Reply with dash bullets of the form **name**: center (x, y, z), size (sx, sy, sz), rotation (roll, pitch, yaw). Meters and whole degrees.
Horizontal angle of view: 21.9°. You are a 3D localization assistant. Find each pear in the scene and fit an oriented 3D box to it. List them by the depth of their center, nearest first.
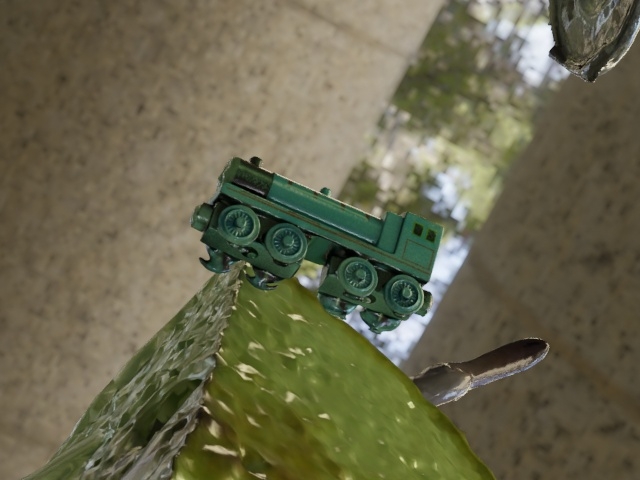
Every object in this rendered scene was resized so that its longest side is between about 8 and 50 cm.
- **pear**: center (-0.072, 0.204, 0.650), size (0.238, 0.318, 0.342), rotation (44, -163, -9)

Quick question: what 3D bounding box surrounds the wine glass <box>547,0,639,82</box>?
- **wine glass**: center (0.246, -0.122, 0.839), size (0.241, 0.126, 0.126), rotation (7, -163, -16)

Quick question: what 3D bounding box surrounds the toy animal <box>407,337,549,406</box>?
- **toy animal**: center (-0.025, 0.126, 1.134), size (0.195, 0.324, 0.090), rotation (-23, -90, -51)

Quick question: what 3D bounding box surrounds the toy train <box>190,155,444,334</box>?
- **toy train**: center (0.000, 0.000, 0.584), size (0.092, 0.045, 0.029), rotation (23, 153, -12)
